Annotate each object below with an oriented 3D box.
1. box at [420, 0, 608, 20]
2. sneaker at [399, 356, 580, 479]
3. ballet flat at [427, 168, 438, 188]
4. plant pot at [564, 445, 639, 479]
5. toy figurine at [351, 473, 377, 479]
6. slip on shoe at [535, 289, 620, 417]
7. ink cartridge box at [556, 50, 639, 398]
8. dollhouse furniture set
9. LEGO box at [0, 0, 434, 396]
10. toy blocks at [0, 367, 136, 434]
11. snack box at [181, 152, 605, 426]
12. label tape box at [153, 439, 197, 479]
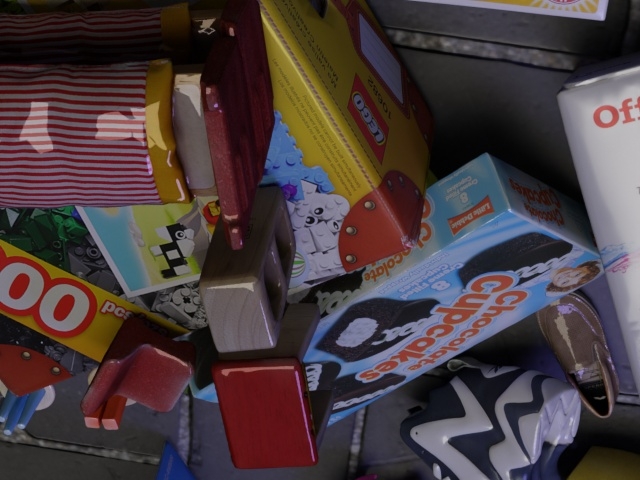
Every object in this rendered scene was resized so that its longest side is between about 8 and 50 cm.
[{"bbox_3d":[0.112,-0.237,1.112,0.203,0.103,0.114,6,125,4],"label":"box"},{"bbox_3d":[0.134,0.211,1.400,0.153,0.094,0.235,24,117,39],"label":"sneaker"},{"bbox_3d":[0.000,0.000,1.316,0.231,0.077,0.077,-19,136,18],"label":"ballet flat"},{"bbox_3d":[0.264,0.243,1.419,0.095,0.134,0.134,37,125,12],"label":"plant pot"},{"bbox_3d":[0.077,0.292,1.491,0.173,0.130,0.159,-25,110,-1],"label":"toy figurine"},{"bbox_3d":[0.226,0.098,1.364,0.051,0.041,0.135,-15,121,18],"label":"slip on shoe"},{"bbox_3d":[0.314,-0.018,1.175,0.201,0.117,0.278,-14,101,19],"label":"ink cartridge box"},{"bbox_3d":[-0.121,0.022,1.058,0.201,0.152,0.374,-3,124,10],"label":"dollhouse furniture set"},{"bbox_3d":[-0.196,-0.170,1.149,0.373,0.193,0.500,-22,119,22],"label":"LEGO box"},{"bbox_3d":[-0.219,0.127,1.382,0.123,0.148,0.054,29,132,-11],"label":"toy blocks"},{"bbox_3d":[0.065,0.052,1.291,0.322,0.060,0.187,-32,150,26],"label":"snack box"},{"bbox_3d":[-0.136,0.407,1.504,0.115,0.249,0.347,-18,120,19],"label":"label tape box"}]
